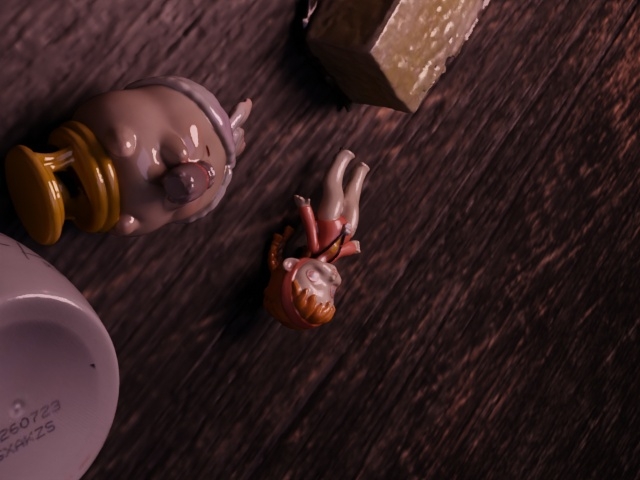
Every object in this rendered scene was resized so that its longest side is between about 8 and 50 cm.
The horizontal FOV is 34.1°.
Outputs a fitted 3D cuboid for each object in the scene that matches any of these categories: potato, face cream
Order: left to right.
[{"bbox_3d":[-0.147,0.052,0.418,0.117,0.104,0.117,-16,112,-44],"label":"face cream"},{"bbox_3d":[0.047,-0.137,0.602,0.086,0.061,0.122,43,71,-47],"label":"potato"}]

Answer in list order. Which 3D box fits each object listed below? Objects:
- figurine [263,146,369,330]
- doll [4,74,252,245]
[{"bbox_3d":[0.000,0.000,0.606,0.064,0.047,0.109,37,66,-39],"label":"figurine"},{"bbox_3d":[-0.074,-0.037,0.485,0.127,0.084,0.073,-23,119,-33],"label":"doll"}]
